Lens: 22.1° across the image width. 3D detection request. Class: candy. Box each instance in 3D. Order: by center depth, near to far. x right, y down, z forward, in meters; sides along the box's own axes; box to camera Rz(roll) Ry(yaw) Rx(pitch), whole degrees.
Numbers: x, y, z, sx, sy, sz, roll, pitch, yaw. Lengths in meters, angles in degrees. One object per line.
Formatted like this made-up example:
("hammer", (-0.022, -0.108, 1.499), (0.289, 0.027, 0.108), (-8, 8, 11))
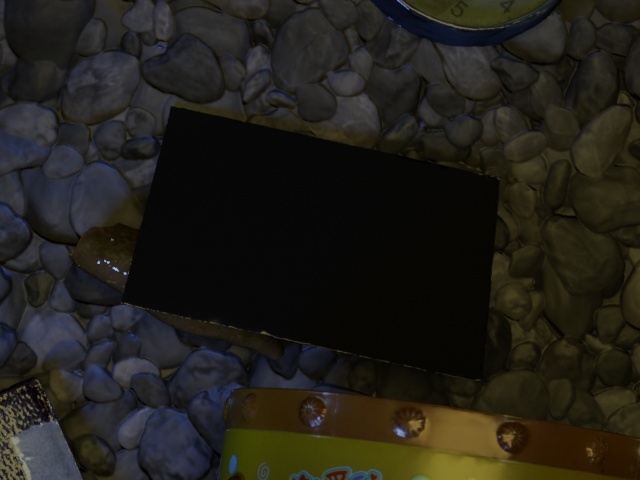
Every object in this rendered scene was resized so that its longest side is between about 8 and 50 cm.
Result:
("candy", (0.099, 0.024, 1.728), (0.182, 0.046, 0.053), (-39, 87, -9))

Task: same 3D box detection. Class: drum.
("drum", (0.104, 0.267, 1.513), (0.431, 0.431, 0.214), (8, 82, -7))

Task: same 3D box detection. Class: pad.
("pad", (0.000, 0.000, 1.685), (0.367, 0.007, 0.247), (12, 60, -3))

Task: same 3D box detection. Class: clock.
("clock", (0.161, -0.352, 1.785), (0.281, 0.055, 0.280), (1, 83, -7))

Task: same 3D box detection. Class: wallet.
("wallet", (-0.360, 0.285, 1.626), (0.262, 0.071, 0.221), (-24, 81, -14))

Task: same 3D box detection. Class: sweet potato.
("sweet potato", (-0.139, 0.050, 1.679), (0.244, 0.077, 0.077), (28, 79, -2))
